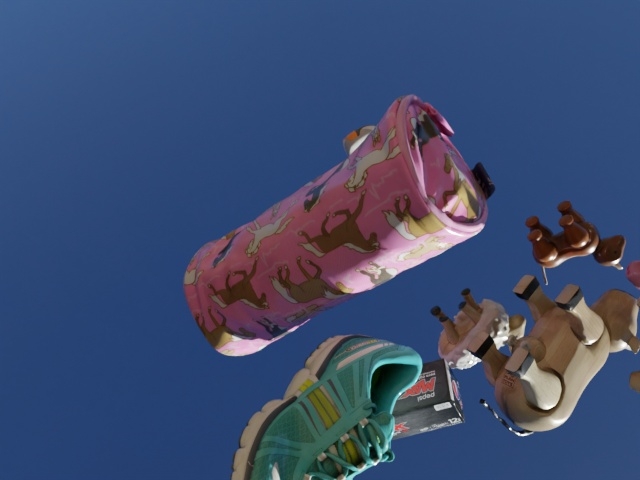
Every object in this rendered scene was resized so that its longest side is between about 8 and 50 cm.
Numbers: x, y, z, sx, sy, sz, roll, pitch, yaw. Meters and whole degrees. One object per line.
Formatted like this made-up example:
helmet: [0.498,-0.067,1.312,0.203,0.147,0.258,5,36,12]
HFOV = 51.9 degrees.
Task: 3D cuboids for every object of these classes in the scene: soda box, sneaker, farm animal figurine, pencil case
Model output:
soda box: [0.075,0.193,0.759,0.168,0.053,0.060,-19,-139,16]
sneaker: [0.143,-0.146,1.431,0.099,0.262,0.121,-32,-130,18]
farm animal figurine: [0.332,0.114,0.789,0.326,0.172,0.330,-40,-156,2]
sneaker: [0.010,0.178,0.598,0.109,0.107,0.275,-2,-148,32]
pencil case: [0.000,0.000,0.754,0.386,0.167,0.160,-33,-101,35]
